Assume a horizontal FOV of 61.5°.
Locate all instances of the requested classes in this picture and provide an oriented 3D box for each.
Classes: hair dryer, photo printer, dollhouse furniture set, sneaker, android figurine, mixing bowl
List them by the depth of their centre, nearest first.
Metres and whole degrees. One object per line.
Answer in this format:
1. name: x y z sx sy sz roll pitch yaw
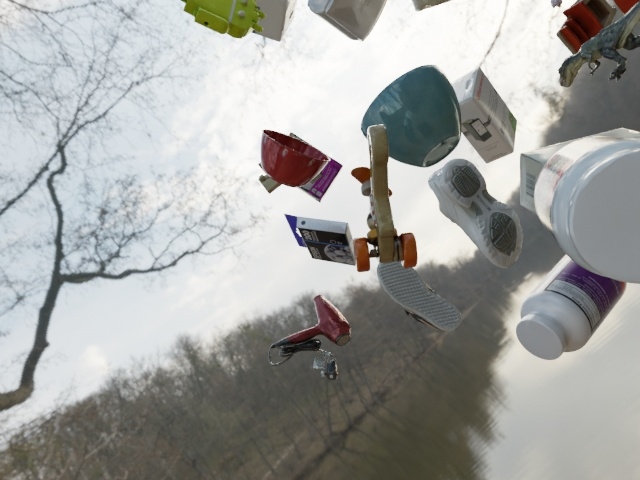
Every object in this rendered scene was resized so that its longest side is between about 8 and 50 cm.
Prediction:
1. sneaker: 0.288 -0.050 1.012 0.090 0.232 0.115 -36 8 -14
2. dollhouse furniture set: 0.649 -0.509 1.137 0.135 0.262 0.259 -53 14 -18
3. mixing bowl: -0.078 -0.193 1.326 0.181 0.181 0.098 -11 -51 -64
4. android figurine: -0.284 -0.675 1.521 0.056 0.273 0.248 -41 34 48
5. hair dryer: -0.018 0.275 1.644 0.293 0.224 0.080 -67 -11 -48
6. photo printer: 0.113 -0.801 1.741 0.307 0.107 0.256 4 -63 -59
7. sneaker: 0.310 0.186 1.775 0.126 0.321 0.127 -47 -8 -8
8. dollhouse furniture set: -0.173 -0.259 2.217 0.144 0.151 0.123 -38 -35 0

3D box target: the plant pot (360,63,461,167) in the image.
1. plant pot: 0.288 -0.325 1.543 0.290 0.195 0.290 -29 -20 -12

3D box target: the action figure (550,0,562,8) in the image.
1. action figure: 0.683 -0.755 1.382 0.370 0.275 0.248 -9 11 37

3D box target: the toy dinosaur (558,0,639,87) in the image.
1. toy dinosaur: 0.579 -0.379 1.031 0.064 0.118 0.268 10 -40 -40

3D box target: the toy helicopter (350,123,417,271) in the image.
1. toy helicopter: 0.135 -0.111 1.222 0.140 0.235 0.355 -6 -48 2

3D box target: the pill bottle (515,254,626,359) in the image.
1. pill bottle: 0.659 0.170 1.427 0.323 0.181 0.181 -36 -16 -30

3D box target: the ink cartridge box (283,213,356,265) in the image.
1. ink cartridge box: 0.000 0.000 1.651 0.206 0.208 0.045 67 -143 -57

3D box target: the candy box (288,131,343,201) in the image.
1. candy box: -0.055 -0.270 1.989 0.159 0.233 0.071 -58 -2 -6

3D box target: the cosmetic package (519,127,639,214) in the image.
1. cosmetic package: 0.699 -0.182 1.429 0.309 0.113 0.160 -14 -64 -9

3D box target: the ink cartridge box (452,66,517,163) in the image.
1. ink cartridge box: 0.579 -0.446 1.919 0.115 0.273 0.198 -22 35 42

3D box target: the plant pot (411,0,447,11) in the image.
1. plant pot: 0.428 -1.051 2.029 0.334 0.305 0.334 -16 19 6

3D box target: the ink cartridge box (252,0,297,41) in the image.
1. ink cartridge box: -0.204 -0.808 1.786 0.168 0.233 0.171 108 -179 -54

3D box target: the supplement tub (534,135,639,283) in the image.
1. supplement tub: 0.427 -0.054 0.782 0.191 0.191 0.272 -47 -3 18
